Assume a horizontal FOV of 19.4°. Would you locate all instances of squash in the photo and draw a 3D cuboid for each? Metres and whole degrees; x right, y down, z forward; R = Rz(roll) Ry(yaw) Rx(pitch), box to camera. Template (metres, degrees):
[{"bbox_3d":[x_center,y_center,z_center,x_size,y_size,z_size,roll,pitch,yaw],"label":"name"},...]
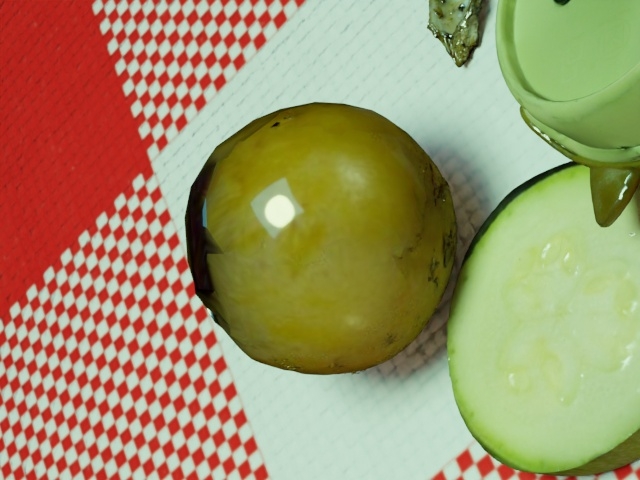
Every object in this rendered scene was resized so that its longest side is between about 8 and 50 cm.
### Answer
[{"bbox_3d":[0.203,0.060,1.474,0.252,0.049,0.252,-18,64,42],"label":"squash"}]

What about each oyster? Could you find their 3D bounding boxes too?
[{"bbox_3d":[0.122,-0.223,1.655,0.086,0.029,0.132,28,100,52],"label":"oyster"}]

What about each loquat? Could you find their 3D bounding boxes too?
[{"bbox_3d":[0.000,0.000,1.561,0.235,0.235,0.235,-16,66,41],"label":"loquat"}]

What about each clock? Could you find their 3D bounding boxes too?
[{"bbox_3d":[0.249,-0.192,1.411,0.286,0.117,0.348,-28,50,46],"label":"clock"}]
